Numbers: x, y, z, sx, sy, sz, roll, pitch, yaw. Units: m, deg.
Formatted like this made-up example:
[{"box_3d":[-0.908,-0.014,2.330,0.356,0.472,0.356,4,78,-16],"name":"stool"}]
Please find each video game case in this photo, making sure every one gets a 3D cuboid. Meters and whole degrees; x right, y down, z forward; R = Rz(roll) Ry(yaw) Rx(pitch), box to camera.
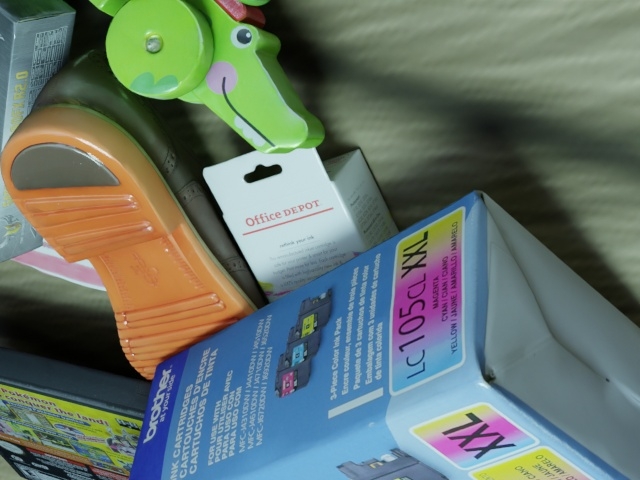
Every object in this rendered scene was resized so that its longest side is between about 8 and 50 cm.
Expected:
[{"box_3d":[-0.223,0.189,0.961,0.275,0.035,0.248,10,144,23],"name":"video game case"}]

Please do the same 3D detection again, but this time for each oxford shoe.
[{"box_3d":[-0.106,0.011,0.809,0.130,0.132,0.363,-8,133,18],"name":"oxford shoe"}]

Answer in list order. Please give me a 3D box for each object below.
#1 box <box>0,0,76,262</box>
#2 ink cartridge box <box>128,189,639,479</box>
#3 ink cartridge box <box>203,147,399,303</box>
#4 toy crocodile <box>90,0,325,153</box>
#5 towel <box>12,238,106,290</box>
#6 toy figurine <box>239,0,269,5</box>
[{"box_3d":[-0.288,-0.123,0.815,0.183,0.056,0.231,39,131,24],"name":"box"},{"box_3d":[0.045,0.165,0.745,0.270,0.151,0.395,37,134,-29],"name":"ink cartridge box"},{"box_3d":[0.000,0.000,0.774,0.104,0.061,0.181,-15,111,32],"name":"ink cartridge box"},{"box_3d":[-0.125,-0.181,0.682,0.340,0.115,0.105,43,101,10],"name":"toy crocodile"},{"box_3d":[-0.226,-0.052,0.881,0.144,0.029,0.197,15,122,18],"name":"towel"},{"box_3d":[-0.027,-0.262,0.623,0.159,0.130,0.173,-34,75,23],"name":"toy figurine"}]
